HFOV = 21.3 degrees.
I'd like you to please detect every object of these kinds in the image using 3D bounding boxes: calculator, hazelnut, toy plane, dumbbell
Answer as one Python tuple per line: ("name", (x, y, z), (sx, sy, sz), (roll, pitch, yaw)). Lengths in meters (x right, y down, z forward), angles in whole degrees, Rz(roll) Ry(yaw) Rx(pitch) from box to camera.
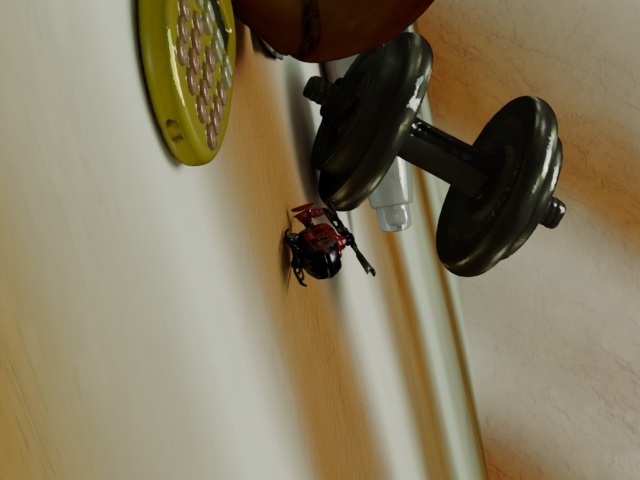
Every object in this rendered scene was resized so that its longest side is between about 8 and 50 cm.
("calculator", (-0.085, -0.148, 1.092), (0.234, 0.032, 0.146), (-89, 167, -46))
("hazelnut", (0.000, -0.228, 1.318), (0.208, 0.208, 0.208), (-10, 90, -82))
("toy plane", (0.000, 0.000, 1.422), (0.145, 0.060, 0.037), (-119, -165, -66))
("dumbbell", (0.112, -0.083, 1.647), (0.192, 0.290, 0.192), (-56, -163, 27))

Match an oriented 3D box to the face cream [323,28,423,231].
("face cream", (0.063, -0.134, 1.871), (0.101, 0.101, 0.251), (-14, 95, -82))

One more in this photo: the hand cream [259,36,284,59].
("hand cream", (-0.053, -0.324, 1.466), (0.121, 0.076, 0.335), (-34, 121, -79))
